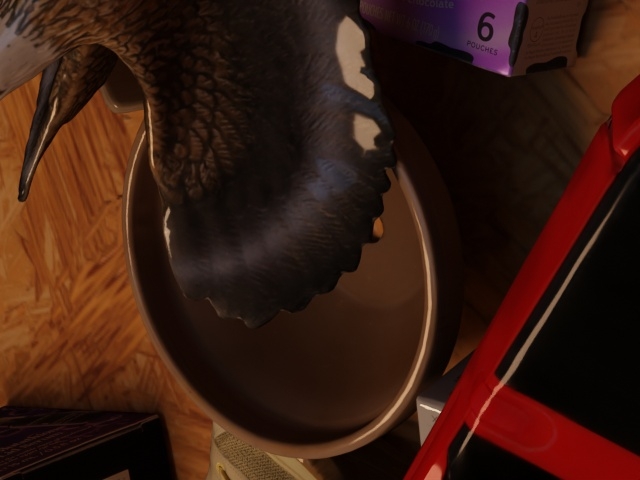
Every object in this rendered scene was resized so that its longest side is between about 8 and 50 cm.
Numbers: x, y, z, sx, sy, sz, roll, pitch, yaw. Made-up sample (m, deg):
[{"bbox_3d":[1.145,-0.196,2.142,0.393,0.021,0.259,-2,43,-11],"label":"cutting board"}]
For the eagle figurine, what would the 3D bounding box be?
[{"bbox_3d":[-0.092,-0.114,0.641,0.225,0.298,0.226,-12,61,7],"label":"eagle figurine"}]

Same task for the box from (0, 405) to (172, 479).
[{"bbox_3d":[-0.234,0.200,1.011,0.207,0.153,0.108,-4,99,41],"label":"box"}]

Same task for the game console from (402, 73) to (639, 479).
[{"bbox_3d":[0.237,0.129,0.525,0.386,0.060,0.342,27,125,5],"label":"game console"}]

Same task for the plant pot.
[{"bbox_3d":[0.000,0.000,0.784,0.237,0.109,0.237,13,110,37],"label":"plant pot"}]

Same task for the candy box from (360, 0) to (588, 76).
[{"bbox_3d":[0.070,-0.205,0.693,0.165,0.070,0.196,25,117,35],"label":"candy box"}]

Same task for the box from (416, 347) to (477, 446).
[{"bbox_3d":[0.121,0.109,0.708,0.102,0.101,0.087,14,122,37],"label":"box"}]

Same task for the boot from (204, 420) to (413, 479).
[{"bbox_3d":[-0.001,0.225,0.852,0.262,0.095,0.203,41,124,33],"label":"boot"}]

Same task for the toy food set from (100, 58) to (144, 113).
[{"bbox_3d":[-0.083,-0.244,0.738,0.306,0.092,0.220,-47,55,52],"label":"toy food set"}]
